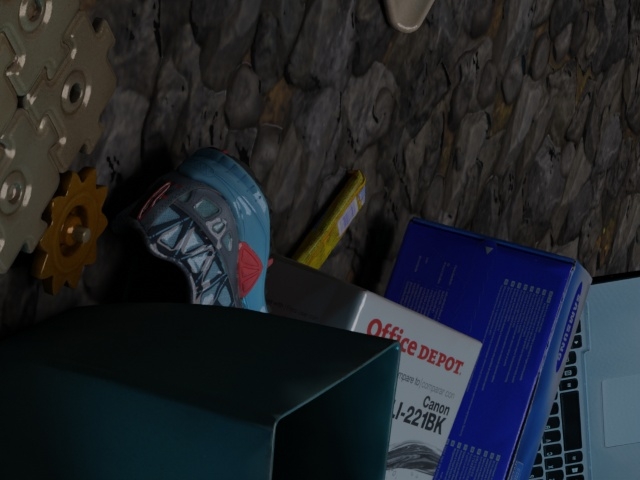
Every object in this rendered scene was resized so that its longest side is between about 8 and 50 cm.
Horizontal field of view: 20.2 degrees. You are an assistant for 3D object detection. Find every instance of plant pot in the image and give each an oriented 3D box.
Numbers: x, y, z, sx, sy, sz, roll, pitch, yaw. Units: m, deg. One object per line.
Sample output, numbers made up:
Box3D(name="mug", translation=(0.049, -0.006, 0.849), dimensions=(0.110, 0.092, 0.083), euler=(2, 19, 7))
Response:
Box3D(name="plant pot", translation=(-0.096, 0.133, 1.158), dimensions=(0.165, 0.234, 0.166), euler=(-27, 127, -58))

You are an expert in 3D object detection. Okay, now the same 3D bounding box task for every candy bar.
Box3D(name="candy bar", translation=(0.000, 0.000, 1.531), dimensions=(0.161, 0.018, 0.040), euler=(-55, 152, -36))

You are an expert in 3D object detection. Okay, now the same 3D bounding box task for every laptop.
Box3D(name="laptop", translation=(0.200, 0.263, 1.848), dimensions=(0.236, 0.407, 0.382), euler=(-97, 177, -45))

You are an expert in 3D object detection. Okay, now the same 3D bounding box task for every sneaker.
Box3D(name="sneaker", translation=(-0.102, 0.066, 1.302), dimensions=(0.125, 0.104, 0.262), euler=(-30, 125, -37))

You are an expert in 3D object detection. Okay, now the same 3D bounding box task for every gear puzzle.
Box3D(name="gear puzzle", translation=(-0.191, -0.086, 1.078), dimensions=(0.175, 0.044, 0.339), euler=(-63, 155, -26))

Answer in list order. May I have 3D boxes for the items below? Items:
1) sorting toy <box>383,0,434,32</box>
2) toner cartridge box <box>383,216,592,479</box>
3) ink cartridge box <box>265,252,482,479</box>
Box3D(name="sorting toy", translation=(0.094, -0.309, 1.527), dimensions=(0.193, 0.038, 0.208), euler=(-61, 151, -26))
Box3D(name="toner cartridge box", translation=(0.109, 0.168, 1.597), dimensions=(0.075, 0.165, 0.348), euler=(35, 72, -65))
Box3D(name="ink cartridge box", translation=(0.000, 0.170, 1.461), dimensions=(0.197, 0.114, 0.273), euler=(25, 84, -53))
